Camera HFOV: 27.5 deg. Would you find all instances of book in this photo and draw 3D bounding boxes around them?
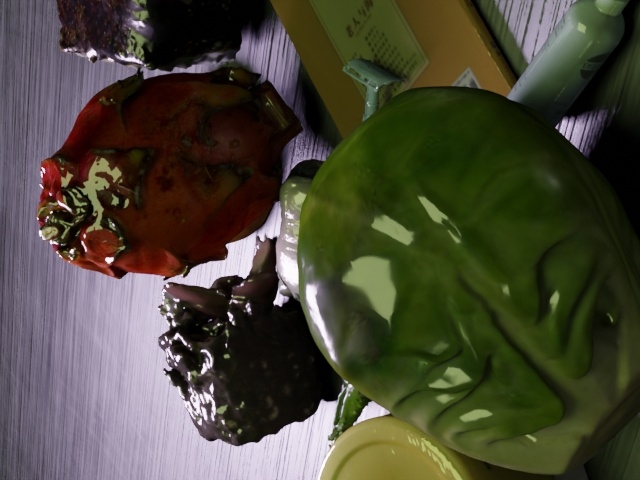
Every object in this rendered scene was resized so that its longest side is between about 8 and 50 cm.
[{"bbox_3d":[0.065,-0.225,1.422,0.269,0.032,0.389,-49,60,49],"label":"book"}]

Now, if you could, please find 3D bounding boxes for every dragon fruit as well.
[{"bbox_3d":[-0.182,-0.085,1.550,0.315,0.250,0.250,-53,42,-4],"label":"dragon fruit"}]

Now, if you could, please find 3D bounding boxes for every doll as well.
[{"bbox_3d":[0.000,0.000,1.531,0.149,0.095,0.192,14,108,52],"label":"doll"}]

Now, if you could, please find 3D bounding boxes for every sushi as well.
[{"bbox_3d":[-0.223,-0.316,1.690,0.343,0.196,0.182,25,112,56],"label":"sushi"}]

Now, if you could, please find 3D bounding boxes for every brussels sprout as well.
[{"bbox_3d":[0.146,0.041,1.162,0.355,0.281,0.289,45,106,9],"label":"brussels sprout"}]

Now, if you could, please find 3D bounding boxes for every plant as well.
[{"bbox_3d":[-0.102,0.134,1.644,0.178,0.204,0.234,2,108,55],"label":"plant"}]

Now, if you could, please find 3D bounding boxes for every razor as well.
[{"bbox_3d":[0.056,-0.123,1.415,0.068,0.040,0.135,38,137,44],"label":"razor"}]

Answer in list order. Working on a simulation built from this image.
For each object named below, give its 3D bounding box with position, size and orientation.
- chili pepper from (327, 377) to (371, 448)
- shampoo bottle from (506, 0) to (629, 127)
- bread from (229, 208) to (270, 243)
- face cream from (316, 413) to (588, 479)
[{"bbox_3d":[0.076,0.123,1.469,0.085,0.076,0.359,31,128,17],"label":"chili pepper"},{"bbox_3d":[0.231,-0.175,1.164,0.056,0.056,0.195,61,144,25],"label":"shampoo bottle"},{"bbox_3d":[-0.152,-0.101,1.749,0.236,0.070,0.236,20,114,53],"label":"bread"},{"bbox_3d":[0.129,0.267,1.293,0.218,0.179,0.218,5,97,42],"label":"face cream"}]
